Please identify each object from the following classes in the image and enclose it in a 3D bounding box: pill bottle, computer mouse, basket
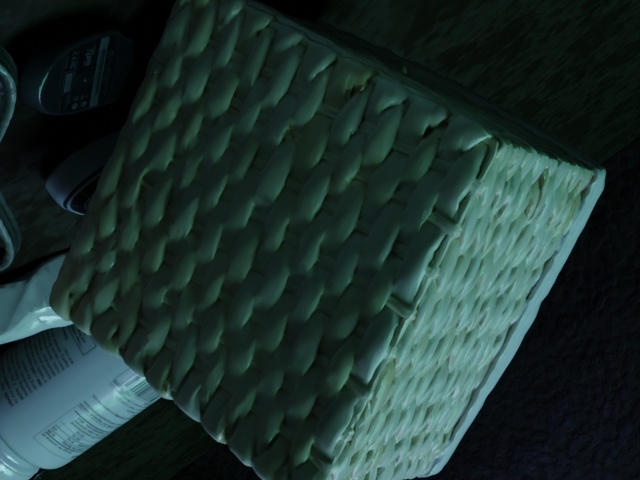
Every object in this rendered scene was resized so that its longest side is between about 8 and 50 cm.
[{"bbox_3d":[-0.314,0.178,1.305,0.283,0.160,0.160,-35,166,4],"label":"pill bottle"},{"bbox_3d":[-0.152,-0.152,0.858,0.242,0.041,0.071,-25,142,-50],"label":"computer mouse"},{"bbox_3d":[0.000,0.000,0.894,0.266,0.328,0.331,3,117,-61],"label":"basket"}]

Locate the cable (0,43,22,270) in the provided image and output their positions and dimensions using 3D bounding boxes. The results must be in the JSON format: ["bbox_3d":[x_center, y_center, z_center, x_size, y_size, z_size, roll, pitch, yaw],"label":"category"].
[{"bbox_3d":[-0.276,-0.035,0.813,0.139,0.072,0.287,19,141,-26],"label":"cable"}]

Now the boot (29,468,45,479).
[{"bbox_3d":[-0.389,0.286,1.529,0.246,0.094,0.207,-38,-178,27],"label":"boot"}]

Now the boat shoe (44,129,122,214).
[{"bbox_3d":[-0.155,-0.038,1.071,0.108,0.102,0.301,-38,166,15],"label":"boat shoe"}]

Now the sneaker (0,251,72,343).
[{"bbox_3d":[-0.314,0.071,1.163,0.212,0.080,0.094,-15,169,-36],"label":"sneaker"}]
